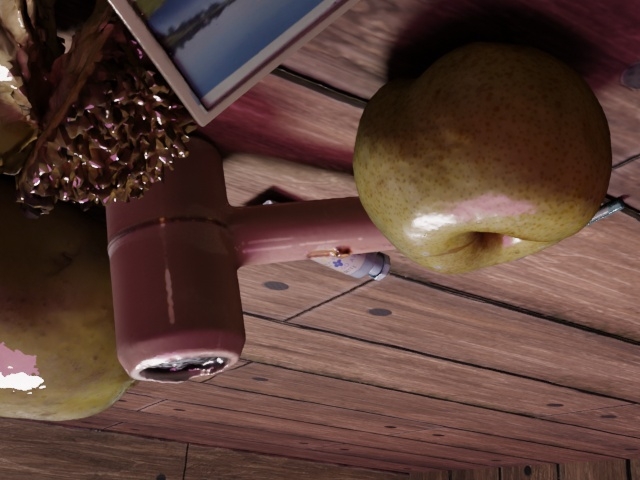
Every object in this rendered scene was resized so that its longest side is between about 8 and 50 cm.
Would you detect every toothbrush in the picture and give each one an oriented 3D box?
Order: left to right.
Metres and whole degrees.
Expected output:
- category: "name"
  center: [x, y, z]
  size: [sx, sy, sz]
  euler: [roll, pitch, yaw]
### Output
- category: "toothbrush"
  center: [0.242, -0.007, 0.714]
  size: [0.014, 0.011, 0.167]
  euler: [9, 157, -22]

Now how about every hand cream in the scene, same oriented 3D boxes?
- category: "hand cream"
  center: [0.000, 0.000, 0.742]
  size: [0.170, 0.043, 0.065]
  euler: [24, 145, -29]

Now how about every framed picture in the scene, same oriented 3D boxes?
- category: "framed picture"
  center: [-0.025, -0.133, 0.350]
  size: [0.149, 0.011, 0.109]
  euler: [-40, 151, -3]

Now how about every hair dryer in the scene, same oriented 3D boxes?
- category: "hair dryer"
  center: [-0.005, 0.003, 0.616]
  size: [0.344, 0.190, 0.107]
  euler: [-7, 159, -11]

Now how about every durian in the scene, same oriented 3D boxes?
- category: "durian"
  center: [-0.161, -0.100, 0.426]
  size: [0.196, 0.167, 0.196]
  euler: [28, 169, 6]

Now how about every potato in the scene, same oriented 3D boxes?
- category: "potato"
  center: [-0.316, 0.054, 0.701]
  size: [0.326, 0.221, 0.243]
  euler: [19, 147, -2]

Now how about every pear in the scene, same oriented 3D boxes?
- category: "pear"
  center: [0.107, -0.054, 0.473]
  size: [0.167, 0.137, 0.167]
  euler: [1, 158, 0]
